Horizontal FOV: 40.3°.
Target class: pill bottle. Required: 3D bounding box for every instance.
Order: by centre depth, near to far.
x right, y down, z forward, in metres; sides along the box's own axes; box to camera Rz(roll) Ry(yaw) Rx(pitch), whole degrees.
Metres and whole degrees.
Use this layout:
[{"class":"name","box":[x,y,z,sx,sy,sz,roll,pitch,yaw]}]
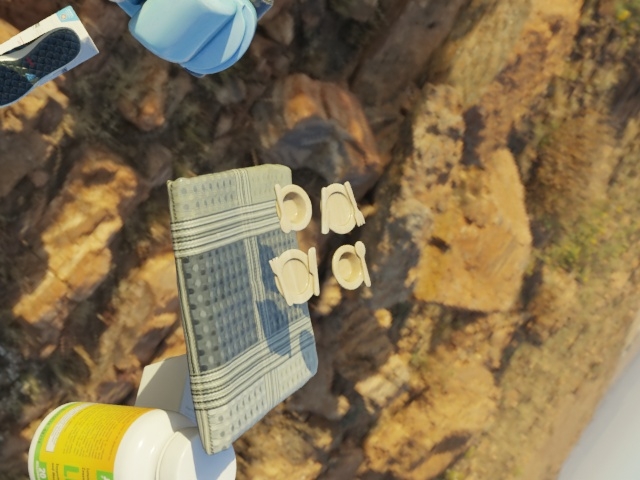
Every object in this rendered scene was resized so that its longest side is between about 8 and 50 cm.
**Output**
[{"class":"pill bottle","box":[-0.229,0.273,1.071,0.136,0.246,0.136,7,82,-55]}]

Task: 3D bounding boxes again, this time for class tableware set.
[{"class":"tableware set","box":[0.000,0.000,1.052,0.169,0.020,0.141,-7,87,-44]}]

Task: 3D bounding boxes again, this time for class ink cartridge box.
[{"class":"ink cartridge box","box":[-0.568,-0.395,1.813,0.180,0.104,0.060,-31,152,-6]}]

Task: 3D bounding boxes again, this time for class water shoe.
[{"class":"water shoe","box":[-0.459,-0.260,1.339,0.203,0.080,0.072,-29,110,-12]}]

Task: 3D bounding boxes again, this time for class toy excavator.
[{"class":"toy excavator","box":[-0.314,-0.463,1.578,0.222,0.433,0.445,-40,-162,20]}]

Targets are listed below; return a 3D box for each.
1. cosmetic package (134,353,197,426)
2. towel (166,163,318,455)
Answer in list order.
[{"class":"cosmetic package","box":[-0.212,0.285,1.237,0.085,0.117,0.231,38,48,-35]},{"class":"towel","box":[-0.093,0.065,1.082,0.324,0.056,0.312,-19,102,-69]}]
